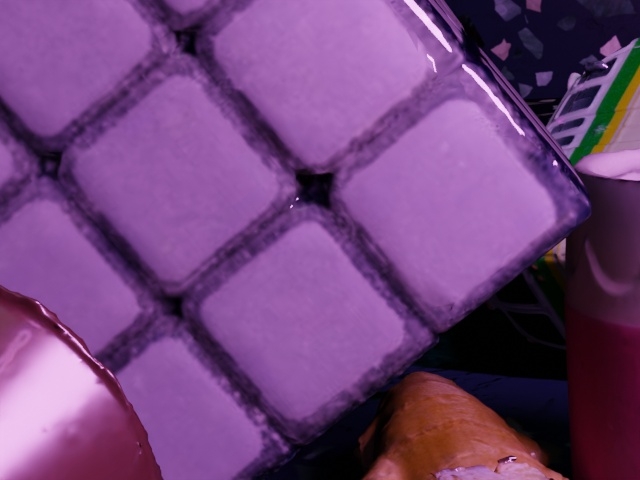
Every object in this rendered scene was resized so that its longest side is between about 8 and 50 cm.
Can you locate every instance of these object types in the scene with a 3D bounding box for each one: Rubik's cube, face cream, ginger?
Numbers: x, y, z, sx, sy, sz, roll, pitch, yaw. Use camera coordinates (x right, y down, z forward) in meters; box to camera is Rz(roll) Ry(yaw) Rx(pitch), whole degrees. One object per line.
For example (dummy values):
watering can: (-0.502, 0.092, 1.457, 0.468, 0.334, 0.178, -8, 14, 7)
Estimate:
Rubik's cube: (-0.100, -0.063, 0.715, 0.344, 0.344, 0.337, -39, 6, 13)
face cream: (0.213, 0.053, 0.676, 0.175, 0.195, 0.175, -3, 9, 0)
ginger: (0.069, 0.119, 0.691, 0.115, 0.081, 0.205, -33, 11, 20)

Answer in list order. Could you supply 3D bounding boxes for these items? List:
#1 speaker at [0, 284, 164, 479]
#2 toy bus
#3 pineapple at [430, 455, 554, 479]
speaker: (-0.158, 0.182, 0.431, 0.259, 0.198, 0.329, 34, 29, -5)
toy bus: (0.240, -0.043, 1.037, 0.164, 0.133, 0.276, -4, 42, 45)
pineapple: (0.049, 0.159, 0.485, 0.135, 0.079, 0.233, -7, 15, -7)
